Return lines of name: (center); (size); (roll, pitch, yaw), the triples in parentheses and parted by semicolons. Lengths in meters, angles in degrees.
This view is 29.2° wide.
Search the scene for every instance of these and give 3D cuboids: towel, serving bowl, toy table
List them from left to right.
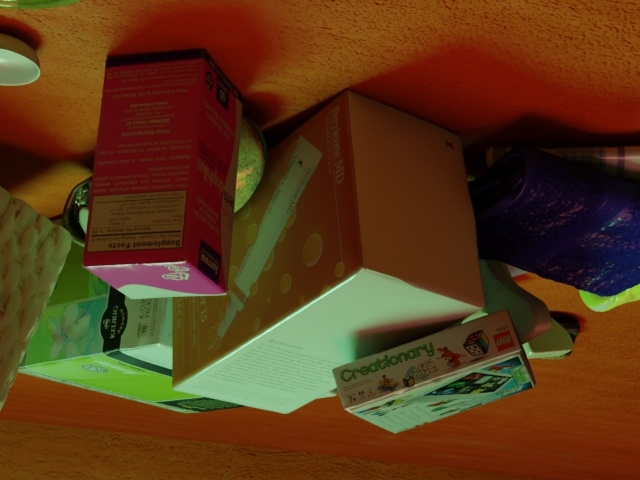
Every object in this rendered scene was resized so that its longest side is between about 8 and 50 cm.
serving bowl: (-0.313, -0.180, 1.193); (0.083, 0.027, 0.083); (4, 162, 1)
toy table: (0.195, 0.080, 1.582); (0.274, 0.160, 0.252); (-6, 159, -16)
towel: (0.284, -0.010, 1.403); (0.308, 0.076, 0.228); (13, 159, -26)
towel: (0.334, -0.067, 1.398); (0.285, 0.034, 0.209); (-1, 161, 14)

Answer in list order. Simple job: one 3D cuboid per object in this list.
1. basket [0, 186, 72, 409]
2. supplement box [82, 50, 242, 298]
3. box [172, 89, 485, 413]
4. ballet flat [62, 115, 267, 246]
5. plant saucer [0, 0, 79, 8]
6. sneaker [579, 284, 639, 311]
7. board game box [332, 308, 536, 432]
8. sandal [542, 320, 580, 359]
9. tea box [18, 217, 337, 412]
basket: (-0.511, 0.065, 1.413); (0.328, 0.331, 0.266); (38, 141, -28)
supplement box: (-0.152, -0.062, 1.211); (0.114, 0.220, 0.111); (-2, 161, 17)
box: (-0.007, 0.027, 1.358); (0.168, 0.215, 0.345); (18, 144, -34)
ballet flat: (-0.190, -0.052, 1.388); (0.123, 0.123, 0.349); (16, 161, -33)
plant saucer: (-0.261, -0.244, 0.978); (0.241, 0.037, 0.241); (3, 161, 1)
sneaker: (0.445, 0.025, 1.608); (0.126, 0.091, 0.240); (-8, 168, -26)
board game box: (0.140, 0.156, 1.393); (0.193, 0.053, 0.305); (-20, 163, 7)
sandal: (0.387, 0.177, 2.076); (0.090, 0.060, 0.219); (2, 162, 4)
tea box: (-0.192, 0.097, 1.700); (0.324, 0.219, 0.329); (-14, 155, 40)
